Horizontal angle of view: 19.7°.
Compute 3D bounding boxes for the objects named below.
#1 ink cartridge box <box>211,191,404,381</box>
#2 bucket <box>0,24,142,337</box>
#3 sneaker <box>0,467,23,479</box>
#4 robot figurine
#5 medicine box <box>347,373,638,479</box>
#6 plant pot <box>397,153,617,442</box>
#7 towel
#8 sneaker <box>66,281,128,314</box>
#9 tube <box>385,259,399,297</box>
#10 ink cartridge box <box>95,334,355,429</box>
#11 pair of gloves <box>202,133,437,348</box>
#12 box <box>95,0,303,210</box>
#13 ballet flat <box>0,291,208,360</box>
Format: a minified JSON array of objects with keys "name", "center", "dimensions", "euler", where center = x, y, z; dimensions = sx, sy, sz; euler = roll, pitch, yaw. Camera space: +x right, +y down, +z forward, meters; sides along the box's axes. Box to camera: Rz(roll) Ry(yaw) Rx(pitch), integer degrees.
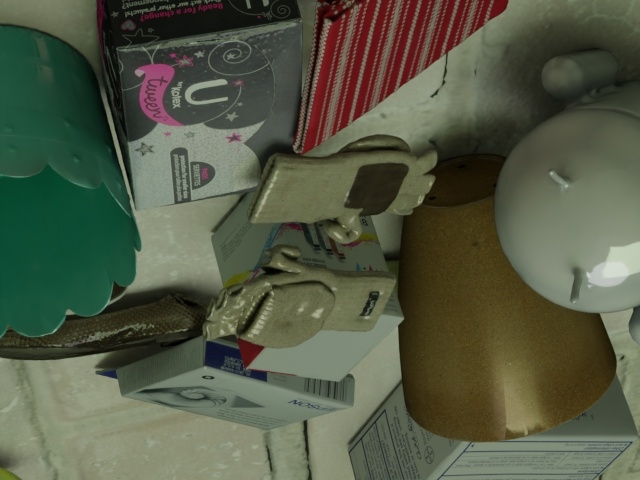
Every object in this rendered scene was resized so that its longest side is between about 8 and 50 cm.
[{"name":"ink cartridge box","center":[-0.017,0.037,1.926],"dimensions":[0.128,0.176,0.127],"euler":[9,138,-35]},{"name":"bucket","center":[-0.304,-0.049,1.659],"dimensions":[0.281,0.183,0.281],"euler":[-11,148,-7]},{"name":"sneaker","center":[-0.484,0.287,2.155],"dimensions":[0.385,0.145,0.147],"euler":[17,137,-43]},{"name":"robot figurine","center":[0.294,-0.047,1.818],"dimensions":[0.200,0.300,0.353],"euler":[-21,-175,30]},{"name":"medicine box","center":[0.219,0.266,2.415],"dimensions":[0.263,0.149,0.289],"euler":[3,145,-27]},{"name":"plant pot","center":[0.179,0.044,1.967],"dimensions":[0.237,0.237,0.254],"euler":[-15,117,0]},{"name":"towel","center":[0.085,-0.203,1.601],"dimensions":[0.275,0.031,0.199],"euler":[-37,159,-26]},{"name":"sneaker","center":[-0.339,0.024,1.868],"dimensions":[0.290,0.106,0.123],"euler":[5,169,-35]},{"name":"tube","center":[0.048,0.059,2.098],"dimensions":[0.240,0.070,0.062],"euler":[-4,172,-13]},{"name":"ink cartridge box","center":[-0.114,0.175,2.137],"dimensions":[0.223,0.045,0.224],"euler":[18,155,-36]},{"name":"pair of gloves","center":[0.000,0.000,1.733],"dimensions":[0.204,0.042,0.240],"euler":[-9,133,-34]},{"name":"box","center":[-0.107,-0.155,1.614],"dimensions":[0.163,0.142,0.247],"euler":[-10,148,-8]},{"name":"ballet flat","center":[-0.245,0.095,2.046],"dimensions":[0.250,0.058,0.084],"euler":[-6,171,-4]}]
